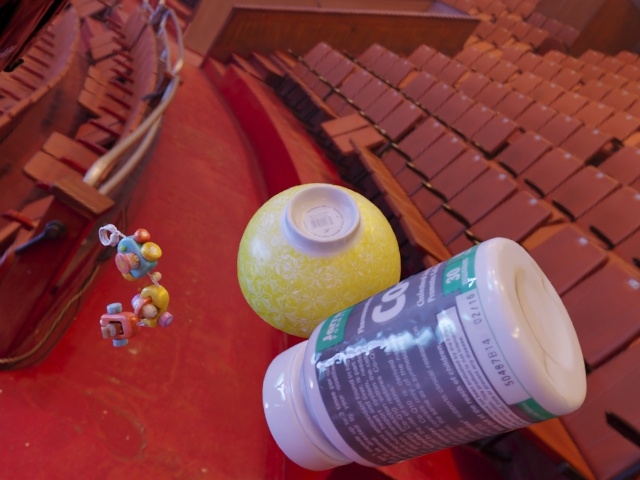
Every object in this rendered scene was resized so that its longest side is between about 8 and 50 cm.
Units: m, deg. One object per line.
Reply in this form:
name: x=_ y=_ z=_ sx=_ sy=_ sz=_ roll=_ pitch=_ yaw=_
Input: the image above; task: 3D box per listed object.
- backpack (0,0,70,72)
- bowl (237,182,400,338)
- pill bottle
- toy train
backpack: x=-0.305 y=-0.265 z=0.509 sx=0.191 sy=0.254 sz=0.225 roll=48 pitch=35 yaw=-25
bowl: x=0.000 y=0.000 z=0.968 sx=0.290 sy=0.156 sz=0.289 roll=1 pitch=54 yaw=-2
pill bottle: x=0.111 y=0.159 z=0.724 sx=0.204 sy=0.361 sz=0.204 roll=35 pitch=39 yaw=-34
toy train: x=-0.256 y=0.065 z=0.755 sx=0.125 sy=0.166 sz=0.046 roll=2 pitch=13 yaw=25
